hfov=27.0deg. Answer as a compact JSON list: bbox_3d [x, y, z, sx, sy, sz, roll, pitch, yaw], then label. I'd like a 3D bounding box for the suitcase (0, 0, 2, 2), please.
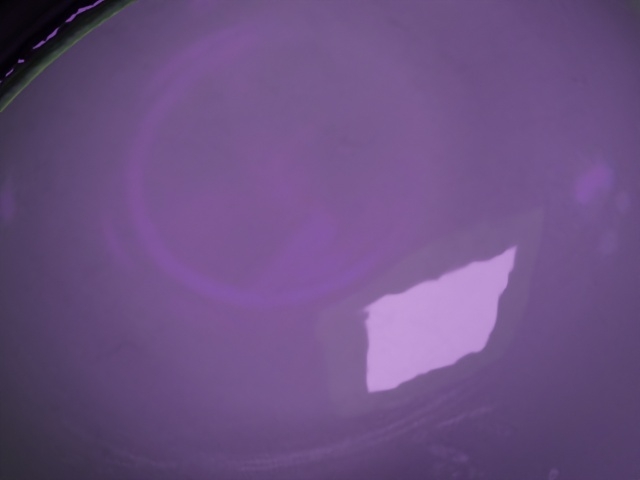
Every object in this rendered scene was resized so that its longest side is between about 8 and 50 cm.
[{"bbox_3d":[-0.244,-0.084,0.554,0.234,0.143,0.194,26,113,-8],"label":"suitcase"}]

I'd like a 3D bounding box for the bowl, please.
[{"bbox_3d":[0.000,0.000,0.520,0.353,0.185,0.354,-10,126,-14],"label":"bowl"}]
